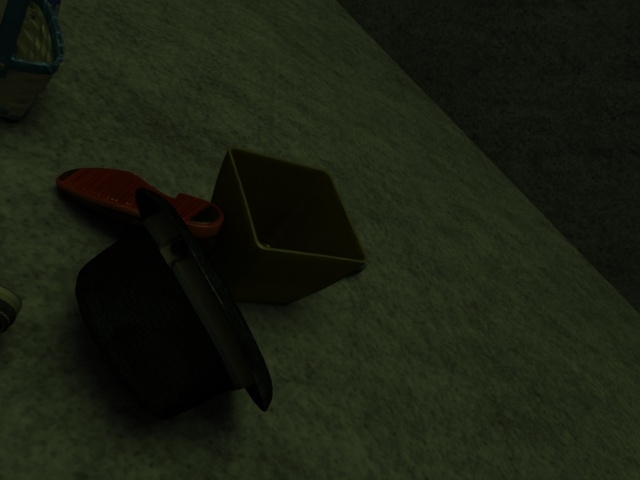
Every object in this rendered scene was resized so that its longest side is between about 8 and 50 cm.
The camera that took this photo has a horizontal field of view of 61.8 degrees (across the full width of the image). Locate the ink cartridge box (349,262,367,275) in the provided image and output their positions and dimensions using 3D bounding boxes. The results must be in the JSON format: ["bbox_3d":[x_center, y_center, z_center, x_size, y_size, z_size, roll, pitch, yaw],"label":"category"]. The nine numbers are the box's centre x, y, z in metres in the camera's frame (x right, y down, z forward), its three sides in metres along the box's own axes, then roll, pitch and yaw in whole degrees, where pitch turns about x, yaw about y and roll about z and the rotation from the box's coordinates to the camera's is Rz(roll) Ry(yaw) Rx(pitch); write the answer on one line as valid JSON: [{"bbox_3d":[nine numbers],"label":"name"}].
[{"bbox_3d":[0.000,0.000,1.116,0.145,0.045,0.179,-9,61,-48],"label":"ink cartridge box"}]

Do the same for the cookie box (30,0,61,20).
[{"bbox_3d":[-0.559,-0.499,1.084,0.040,0.092,0.107,0,52,-40],"label":"cookie box"}]

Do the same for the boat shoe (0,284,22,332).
[{"bbox_3d":[-0.475,0.074,0.552,0.285,0.103,0.092,14,48,-27],"label":"boat shoe"}]

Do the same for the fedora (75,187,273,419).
[{"bbox_3d":[-0.203,0.103,0.687,0.153,0.334,0.334,-29,71,-19],"label":"fedora"}]

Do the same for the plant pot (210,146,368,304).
[{"bbox_3d":[-0.084,-0.001,0.915,0.212,0.187,0.212,9,46,-37],"label":"plant pot"}]

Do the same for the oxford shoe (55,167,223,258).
[{"bbox_3d":[-0.292,-0.037,0.850,0.272,0.098,0.097,21,36,5],"label":"oxford shoe"}]

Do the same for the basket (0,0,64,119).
[{"bbox_3d":[-0.496,-0.346,0.807,0.201,0.289,0.254,8,44,-45],"label":"basket"}]
